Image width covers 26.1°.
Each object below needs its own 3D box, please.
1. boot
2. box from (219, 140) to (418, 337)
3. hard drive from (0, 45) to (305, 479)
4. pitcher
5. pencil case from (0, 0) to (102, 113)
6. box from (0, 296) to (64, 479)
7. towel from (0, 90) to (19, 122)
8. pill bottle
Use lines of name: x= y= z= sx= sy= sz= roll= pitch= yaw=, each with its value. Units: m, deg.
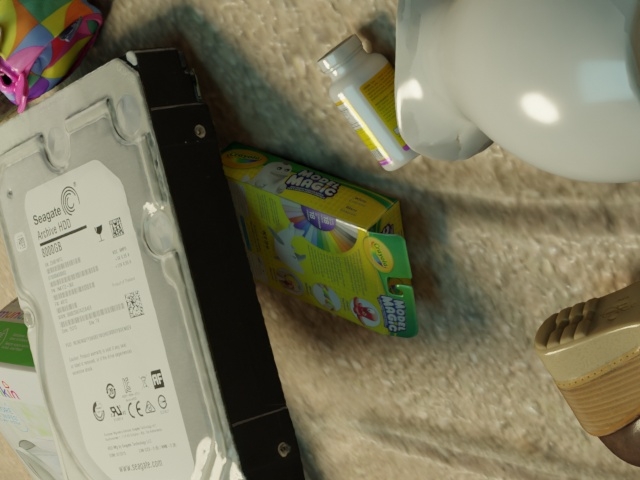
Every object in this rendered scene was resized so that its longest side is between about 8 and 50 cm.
boot: x=0.266 y=0.096 z=0.800 sx=0.207 sy=0.090 sz=0.248 roll=43 pitch=148 yaw=-18
box: x=0.000 y=0.000 z=1.002 sx=0.179 sy=0.043 sz=0.105 roll=24 pitch=141 yaw=34
hard drive: x=-0.144 y=0.049 z=1.047 sx=0.237 sy=0.064 sz=0.339 roll=-17 pitch=86 yaw=47
pitcher: x=0.110 y=-0.118 z=0.670 sx=0.207 sy=0.125 sz=0.178 roll=14 pitch=121 yaw=62
pencil case: x=-0.267 y=-0.206 z=1.021 sx=0.236 sy=0.104 sz=0.104 roll=45 pitch=147 yaw=3
box: x=-0.186 y=0.169 z=1.315 sx=0.262 sy=0.127 sz=0.231 roll=3 pitch=129 yaw=45
towel: x=-0.274 y=-0.160 z=1.069 sx=0.148 sy=0.110 sz=0.027 roll=44 pitch=132 yaw=1
pill bottle: x=0.035 y=-0.088 z=0.866 sx=0.083 sy=0.043 sz=0.043 roll=53 pitch=146 yaw=-10
